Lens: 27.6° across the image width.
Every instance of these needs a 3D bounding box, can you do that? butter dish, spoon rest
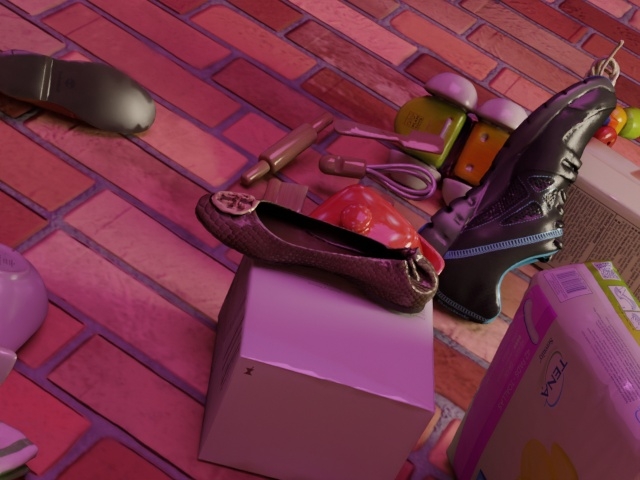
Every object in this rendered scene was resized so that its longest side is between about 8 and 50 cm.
[{"bbox_3d":[0.039,0.002,1.465,0.160,0.118,0.160,-38,66,-21],"label":"butter dish"},{"bbox_3d":[-0.321,0.072,1.217,0.137,0.084,0.276,20,16,-18],"label":"spoon rest"}]

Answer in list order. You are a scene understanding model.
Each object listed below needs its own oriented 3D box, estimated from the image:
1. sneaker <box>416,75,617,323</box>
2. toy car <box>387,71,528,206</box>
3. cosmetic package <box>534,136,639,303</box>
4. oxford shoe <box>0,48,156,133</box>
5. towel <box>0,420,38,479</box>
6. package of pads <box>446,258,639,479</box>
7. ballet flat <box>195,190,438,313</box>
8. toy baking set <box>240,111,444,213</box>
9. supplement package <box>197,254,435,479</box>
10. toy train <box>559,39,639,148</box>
[{"bbox_3d":[0.253,-0.050,1.574,0.140,0.341,0.125,42,-2,9],"label":"sneaker"},{"bbox_3d":[0.183,-0.126,1.739,0.182,0.159,0.136,26,2,2],"label":"toy car"},{"bbox_3d":[0.418,0.018,1.672,0.296,0.153,0.129,37,36,14],"label":"cosmetic package"},{"bbox_3d":[-0.300,-0.183,1.571,0.212,0.076,0.076,18,-4,-27],"label":"oxford shoe"},{"bbox_3d":[-0.405,0.121,1.053,0.325,0.038,0.248,28,3,4],"label":"towel"},{"bbox_3d":[0.237,0.199,1.215,0.101,0.296,0.229,-5,46,-24],"label":"package of pads"},{"bbox_3d":[0.000,0.000,1.271,0.250,0.058,0.084,22,35,-2],"label":"ballet flat"},{"bbox_3d":[0.031,-0.080,1.621,0.197,0.030,0.256,34,55,17],"label":"toy baking set"},{"bbox_3d":[-0.002,0.121,1.294,0.194,0.149,0.203,17,37,-10],"label":"supplement package"},{"bbox_3d":[0.402,-0.170,1.817,0.143,0.248,0.105,-4,45,-40],"label":"toy train"}]
